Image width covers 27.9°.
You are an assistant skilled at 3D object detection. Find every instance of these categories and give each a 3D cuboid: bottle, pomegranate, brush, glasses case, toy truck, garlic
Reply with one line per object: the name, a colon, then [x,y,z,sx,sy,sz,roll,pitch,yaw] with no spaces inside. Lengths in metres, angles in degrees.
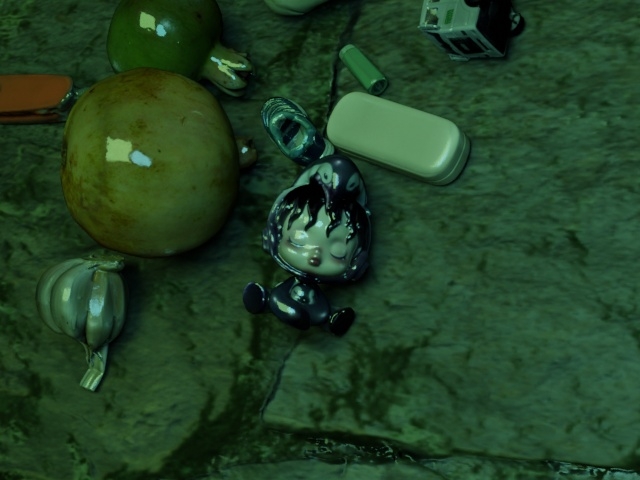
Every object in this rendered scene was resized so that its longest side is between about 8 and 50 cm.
bottle: [0.057,-0.229,1.726,0.030,0.030,0.083,-44,55,10]
pomegranate: [-0.205,-0.270,1.817,0.179,0.179,0.210,-43,68,10]
pomegranate: [-0.210,-0.105,1.721,0.229,0.271,0.252,113,148,-43]
brush: [-0.435,-0.218,2.005,0.323,0.051,0.070,5,68,35]
glasses case: [0.098,-0.132,1.654,0.196,0.050,0.083,24,83,34]
toy truck: [0.199,-0.355,1.649,0.125,0.101,0.242,2,71,36]
garlic: [-0.331,0.111,1.791,0.131,0.127,0.194,-145,57,-64]

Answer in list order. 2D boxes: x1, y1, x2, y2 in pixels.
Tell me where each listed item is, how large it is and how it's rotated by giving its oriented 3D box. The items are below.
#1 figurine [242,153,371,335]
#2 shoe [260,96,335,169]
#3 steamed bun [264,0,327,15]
figurine: [0.000,0.000,1.629,0.145,0.145,0.222,22,95,34]
shoe: [-0.041,-0.147,1.730,0.064,0.071,0.143,-46,51,8]
steamed bun: [-0.006,-0.481,1.751,0.289,0.203,0.275,-24,61,21]
